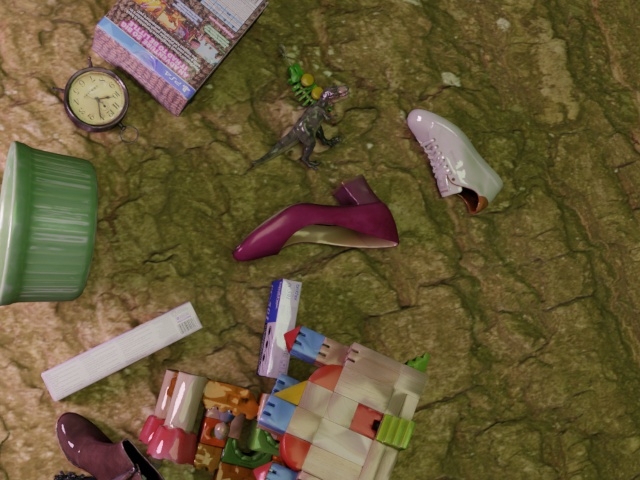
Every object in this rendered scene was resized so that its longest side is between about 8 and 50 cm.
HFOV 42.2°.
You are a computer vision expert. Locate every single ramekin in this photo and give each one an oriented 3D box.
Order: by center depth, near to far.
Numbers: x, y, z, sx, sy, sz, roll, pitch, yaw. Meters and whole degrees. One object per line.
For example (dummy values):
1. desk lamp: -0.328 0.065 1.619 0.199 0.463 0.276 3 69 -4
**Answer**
1. ramekin: -0.515 -0.025 1.550 0.148 0.303 0.303 6 81 -25

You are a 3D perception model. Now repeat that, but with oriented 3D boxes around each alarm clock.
1. alarm clock: -0.451 -0.275 1.720 0.192 0.064 0.129 47 72 -5

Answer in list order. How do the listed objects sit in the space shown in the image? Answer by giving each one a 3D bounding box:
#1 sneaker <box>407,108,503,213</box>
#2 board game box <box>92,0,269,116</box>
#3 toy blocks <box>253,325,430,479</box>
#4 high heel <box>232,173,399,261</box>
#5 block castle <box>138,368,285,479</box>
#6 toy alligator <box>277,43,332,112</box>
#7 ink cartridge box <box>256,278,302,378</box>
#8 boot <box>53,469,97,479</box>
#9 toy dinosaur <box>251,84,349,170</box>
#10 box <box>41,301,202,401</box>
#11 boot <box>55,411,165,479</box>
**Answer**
1. sneaker: 0.298 -0.179 1.935 0.290 0.106 0.123 43 70 -10
2. board game box: -0.296 -0.454 1.754 0.232 0.141 0.291 39 73 -10
3. toy blocks: 0.010 0.320 1.447 0.261 0.191 0.381 24 70 0
4. high heel: 0.000 0.000 1.797 0.377 0.127 0.181 -28 82 -23
5. block castle: -0.116 0.404 1.620 0.453 0.303 0.213 17 79 -15
6. toy alligator: -0.049 -0.354 1.868 0.051 0.056 0.190 -42 97 -18
7. ink cartridge box: -0.088 0.189 1.765 0.046 0.097 0.207 12 80 -16
8. boot: -0.476 0.512 1.621 0.099 0.045 0.121 6 74 -20
9. toy dinosaur: -0.023 -0.231 1.855 0.268 0.064 0.118 -44 118 1
10. box: -0.397 0.221 1.675 0.324 0.063 0.067 -27 91 -20
11. boot: -0.393 0.398 1.563 0.248 0.207 0.090 50 49 6
